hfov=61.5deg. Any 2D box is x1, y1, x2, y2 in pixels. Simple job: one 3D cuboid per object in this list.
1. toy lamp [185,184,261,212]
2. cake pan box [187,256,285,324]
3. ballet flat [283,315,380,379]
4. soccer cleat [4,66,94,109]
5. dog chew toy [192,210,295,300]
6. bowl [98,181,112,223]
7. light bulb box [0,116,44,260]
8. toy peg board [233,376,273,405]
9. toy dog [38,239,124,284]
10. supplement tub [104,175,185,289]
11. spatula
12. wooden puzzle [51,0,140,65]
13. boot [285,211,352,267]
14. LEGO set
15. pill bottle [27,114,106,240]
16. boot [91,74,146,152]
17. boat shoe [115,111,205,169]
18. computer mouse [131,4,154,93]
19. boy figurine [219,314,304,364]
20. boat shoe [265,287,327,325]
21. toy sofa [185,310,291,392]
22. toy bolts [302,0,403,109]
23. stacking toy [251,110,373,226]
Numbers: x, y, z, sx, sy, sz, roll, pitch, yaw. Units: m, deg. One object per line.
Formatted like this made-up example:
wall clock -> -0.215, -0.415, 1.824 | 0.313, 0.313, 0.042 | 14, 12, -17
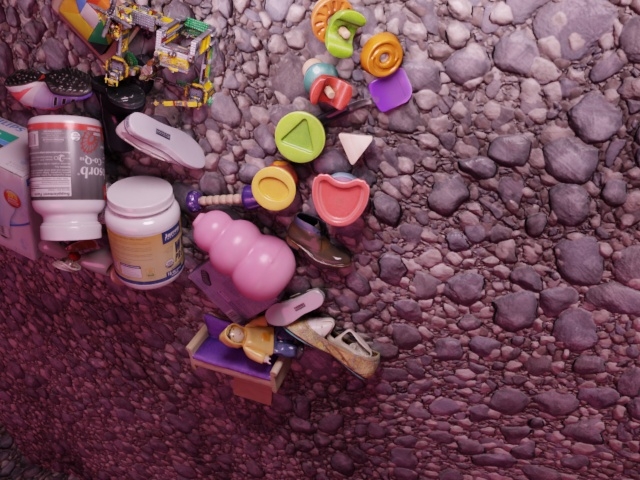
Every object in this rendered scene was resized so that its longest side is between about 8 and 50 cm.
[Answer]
toy lamp -> -0.277, -0.127, 1.625 | 0.275, 0.080, 0.080 | 0, 122, 25
cake pan box -> -0.283, 0.151, 1.825 | 0.267, 0.070, 0.246 | 47, 131, -11
ballet flat -> 0.045, 0.323, 1.776 | 0.349, 0.123, 0.123 | 33, 130, 2
soccer cleat -> -0.804, -0.451, 1.639 | 0.319, 0.108, 0.116 | 7, 145, 18
dog chew toy -> -0.240, 0.034, 1.625 | 0.332, 0.206, 0.206 | 37, 130, -8
bowl -> -0.743, -0.148, 1.820 | 0.170, 0.080, 0.170 | 12, 126, 17
light bulb box -> -1.057, -0.186, 1.846 | 0.358, 0.225, 0.360 | 23, 130, 9
toy peg board -> -0.244, 0.527, 2.074 | 0.161, 0.079, 0.160 | 12, 111, 16
toy dog -> -0.776, 0.032, 1.878 | 0.220, 0.160, 0.334 | 25, 179, 42
supplement tub -> -0.560, -0.026, 1.725 | 0.229, 0.228, 0.316 | 16, 128, 14
spatula -> 0.086, -0.335, 1.342 | 0.297, 0.030, 0.084 | -16, 117, 32
wooden puzzle -> -0.614, -0.611, 1.452 | 0.221, 0.044, 0.238 | -27, 108, 43
boot -> 0.000, 0.000, 1.581 | 0.219, 0.082, 0.106 | 24, 132, 10
LEGO set -> -0.418, -0.454, 1.349 | 0.332, 0.192, 0.254 | 25, 125, -7
pill bottle -> -0.765, -0.185, 1.637 | 0.210, 0.210, 0.362 | 1, 95, 24
boot -> -0.567, -0.348, 1.557 | 0.247, 0.094, 0.207 | 32, 138, 36
boat shoe -> -0.451, -0.269, 1.530 | 0.088, 0.096, 0.268 | -16, 157, 34
computer mouse -> -0.479, -0.519, 1.476 | 0.071, 0.041, 0.242 | 36, 128, 24
boy figurine -> -0.198, 0.328, 1.829 | 0.286, 0.177, 0.092 | 12, 152, -9
boat shoe -> -0.075, 0.214, 1.744 | 0.220, 0.070, 0.077 | -23, 92, 19
toy sofa -> -0.293, 0.400, 1.948 | 0.363, 0.150, 0.177 | 11, 127, 17
toy bolts -> 0.050, -0.433, 1.259 | 0.219, 0.158, 0.228 | 9, 126, -32
stacking toy -> -0.004, -0.199, 1.450 | 0.309, 0.130, 0.279 | 18, 113, 4
